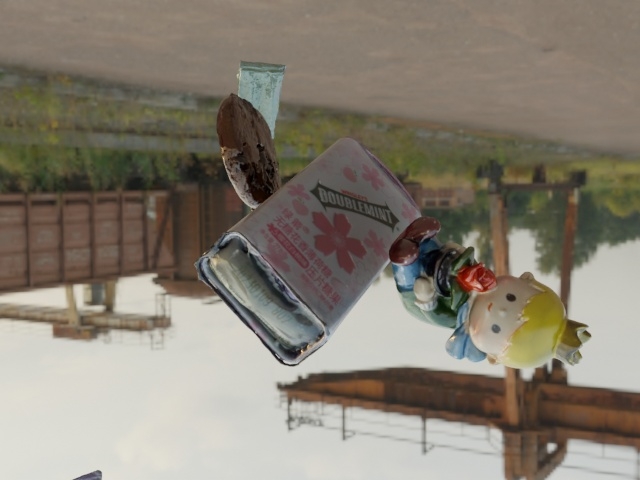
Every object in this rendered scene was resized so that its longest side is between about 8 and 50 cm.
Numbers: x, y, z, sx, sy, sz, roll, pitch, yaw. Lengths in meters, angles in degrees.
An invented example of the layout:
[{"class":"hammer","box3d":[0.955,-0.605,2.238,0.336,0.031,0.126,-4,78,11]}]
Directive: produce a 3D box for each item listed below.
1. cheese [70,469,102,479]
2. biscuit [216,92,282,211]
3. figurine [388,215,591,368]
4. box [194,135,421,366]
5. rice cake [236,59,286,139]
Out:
[{"class":"cheese","box3d":[-0.353,0.451,1.309,0.105,0.191,0.042,-16,-171,-29]},{"class":"biscuit","box3d":[-0.101,-0.128,1.283,0.049,0.192,0.192,-15,-179,10]},{"class":"figurine","box3d":[0.203,0.068,1.042,0.127,0.185,0.234,-42,-135,-22]},{"class":"box","box3d":[0.000,0.000,1.191,0.112,0.190,0.370,-42,-177,35]},{"class":"rice cake","box3d":[-0.119,-0.218,1.569,0.085,0.226,0.040,6,-151,-8]}]
